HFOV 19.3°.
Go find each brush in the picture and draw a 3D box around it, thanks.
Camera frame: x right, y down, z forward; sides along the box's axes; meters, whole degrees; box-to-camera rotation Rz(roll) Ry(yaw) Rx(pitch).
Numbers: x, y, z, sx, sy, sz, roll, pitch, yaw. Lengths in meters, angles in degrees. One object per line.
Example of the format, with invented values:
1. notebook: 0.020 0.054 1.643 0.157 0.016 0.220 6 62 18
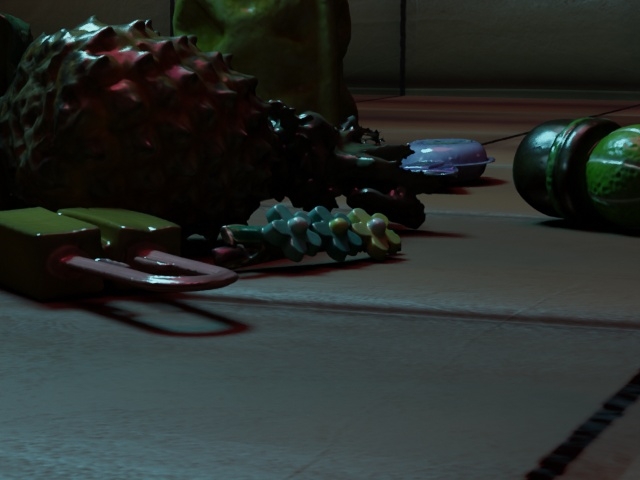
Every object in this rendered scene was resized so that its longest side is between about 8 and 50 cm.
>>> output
1. brush: -0.123 0.016 1.158 0.103 0.047 0.233 -4 10 -30

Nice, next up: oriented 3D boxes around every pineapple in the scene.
1. pineapple: -0.067 -0.064 1.436 0.361 0.175 0.175 13 -1 -34

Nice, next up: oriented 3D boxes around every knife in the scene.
1. knife: -0.064 0.003 1.391 0.170 0.010 0.023 -6 10 -29

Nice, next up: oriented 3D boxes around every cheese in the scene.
1. cheese: 0.118 -0.078 1.907 0.105 0.042 0.191 1 9 18

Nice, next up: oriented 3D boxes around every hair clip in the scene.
1. hair clip: 0.001 0.000 1.321 0.173 0.049 0.049 -5 9 -42

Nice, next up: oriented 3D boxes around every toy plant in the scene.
1. toy plant: 0.241 -0.055 1.539 0.093 0.092 0.162 -6 10 -42

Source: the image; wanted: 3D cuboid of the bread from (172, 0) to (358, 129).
1. bread: -0.064 -0.207 2.099 0.239 0.252 0.196 0 8 -24

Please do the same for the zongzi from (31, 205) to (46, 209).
1. zongzi: -0.240 -0.057 1.585 0.241 0.111 0.248 -21 18 -18

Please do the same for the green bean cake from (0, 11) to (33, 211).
1. green bean cake: -0.318 -0.098 1.512 0.173 0.181 0.094 -2 5 4
